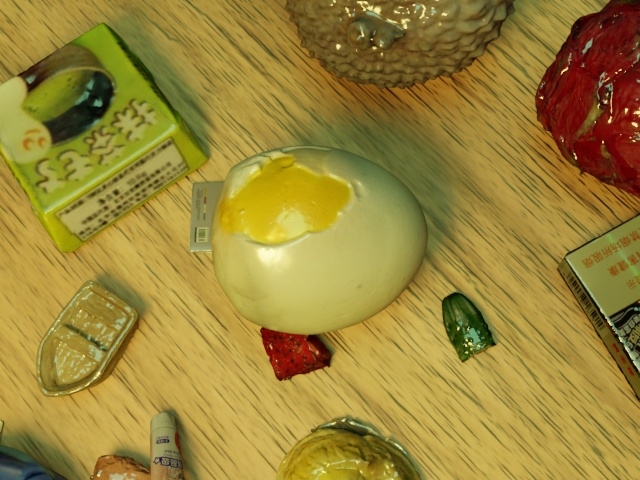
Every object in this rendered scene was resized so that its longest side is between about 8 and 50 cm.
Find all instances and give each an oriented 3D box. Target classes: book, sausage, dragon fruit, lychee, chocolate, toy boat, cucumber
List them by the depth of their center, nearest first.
[{"bbox_3d":[-0.216,0.419,1.283,0.304,0.078,0.078,35,78,10],"label":"sausage"},{"bbox_3d":[0.499,-0.223,1.316,0.328,0.329,0.330,-1,73,4],"label":"dragon fruit"},{"bbox_3d":[-0.046,0.151,1.358,0.097,0.063,0.131,-23,73,-4],"label":"dragon fruit"},{"bbox_3d":[0.229,0.131,1.361,0.067,0.035,0.108,-26,71,-3],"label":"cucumber"},{"bbox_3d":[-0.378,0.170,1.377,0.116,0.061,0.188,31,77,11],"label":"toy boat"},{"bbox_3d":[0.132,-0.432,1.378,0.380,0.380,0.432,17,49,9],"label":"lychee"},{"bbox_3d":[-0.394,-0.182,1.447,0.300,0.137,0.289,-35,74,-7],"label":"chocolate"},{"bbox_3d":[-0.130,-0.040,1.449,0.181,0.014,0.127,-1,73,4],"label":"book"}]

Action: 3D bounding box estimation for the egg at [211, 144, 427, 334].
[{"bbox_3d":[0.000,0.000,1.286,0.344,0.283,0.283,-1,71,-22],"label":"egg"}]

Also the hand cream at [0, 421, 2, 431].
[{"bbox_3d":[-0.559,0.301,1.372,0.102,0.022,0.035,7,73,0],"label":"hand cream"}]

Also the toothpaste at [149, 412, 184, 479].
[{"bbox_3d":[-0.228,0.345,1.277,0.043,0.067,0.195,-50,36,27],"label":"toothpaste"}]

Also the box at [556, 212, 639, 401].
[{"bbox_3d":[0.530,0.117,1.319,0.198,0.084,0.310,-28,73,-5],"label":"box"}]

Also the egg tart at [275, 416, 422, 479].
[{"bbox_3d":[0.043,0.385,1.268,0.231,0.098,0.252,-23,69,-7],"label":"egg tart"}]

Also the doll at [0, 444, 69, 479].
[{"bbox_3d":[-0.497,0.430,1.258,0.365,0.187,0.376,-37,85,4],"label":"doll"}]
